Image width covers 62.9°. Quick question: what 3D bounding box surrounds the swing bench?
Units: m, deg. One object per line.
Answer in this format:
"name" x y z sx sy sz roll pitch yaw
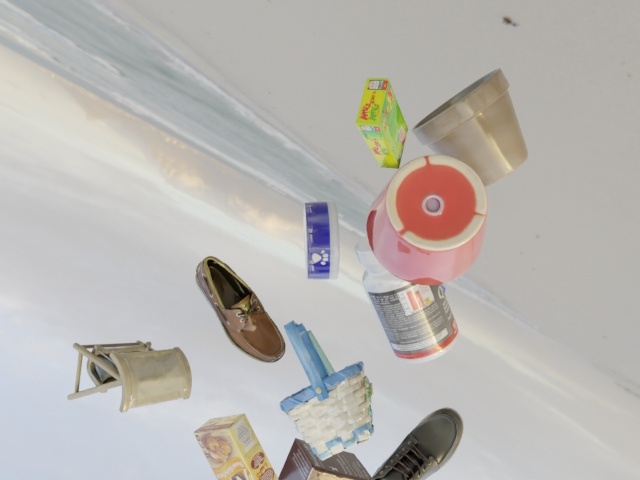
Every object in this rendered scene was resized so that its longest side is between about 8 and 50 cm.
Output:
"swing bench" -0.559 0.393 1.562 0.254 0.165 0.253 0 173 29

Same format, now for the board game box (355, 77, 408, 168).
"board game box" 0.120 -0.216 0.990 0.043 0.092 0.181 8 166 23

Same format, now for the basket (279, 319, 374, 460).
"basket" 0.002 0.313 1.167 0.289 0.201 0.255 59 179 9

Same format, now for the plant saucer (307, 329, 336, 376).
"plant saucer" -0.010 0.351 1.536 0.192 0.067 0.018 61 -142 -11

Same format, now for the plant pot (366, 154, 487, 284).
"plant pot" 0.232 -0.050 1.115 0.275 0.275 0.243 29 173 11

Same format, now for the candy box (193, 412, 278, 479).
"candy box" -0.248 0.706 1.630 0.087 0.183 0.316 -30 -85 -51

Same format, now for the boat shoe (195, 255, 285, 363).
"boat shoe" -0.196 0.171 1.266 0.307 0.110 0.104 46 152 4

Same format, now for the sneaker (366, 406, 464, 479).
"sneaker" 0.166 0.391 0.919 0.083 0.222 0.118 42 -174 22

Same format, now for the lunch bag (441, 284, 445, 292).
"lunch bag" 0.325 0.162 1.706 0.128 0.096 0.151 -2 157 29

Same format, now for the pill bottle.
"pill bottle" 0.244 0.150 1.505 0.363 0.210 0.210 66 171 -16

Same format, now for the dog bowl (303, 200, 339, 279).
"dog bowl" 0.000 0.000 1.757 0.104 0.265 0.265 -2 -175 -4

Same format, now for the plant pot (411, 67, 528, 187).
"plant pot" 0.495 -0.328 1.643 0.280 0.323 0.323 54 179 -7

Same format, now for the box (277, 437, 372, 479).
"box" 0.009 0.678 1.438 0.203 0.167 0.168 24 179 -20
